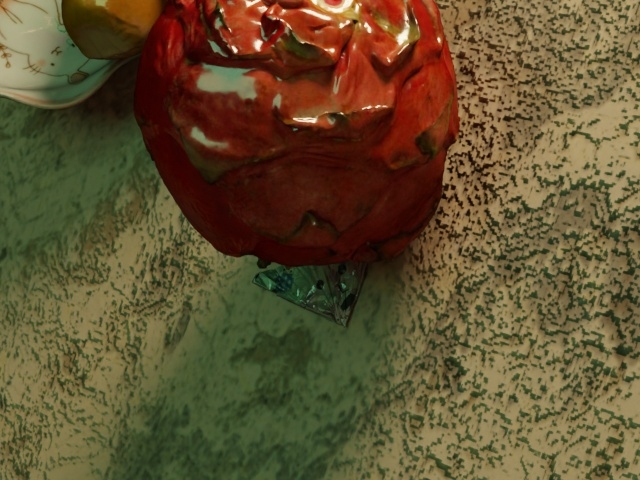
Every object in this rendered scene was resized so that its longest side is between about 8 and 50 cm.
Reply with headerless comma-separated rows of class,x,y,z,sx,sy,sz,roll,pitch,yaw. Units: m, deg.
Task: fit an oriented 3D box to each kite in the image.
kite,0.000,0.000,1.355,0.139,0.011,0.156,-33,57,23

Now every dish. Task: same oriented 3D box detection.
dish,-0.244,-0.197,1.559,0.229,0.081,0.229,0,64,0

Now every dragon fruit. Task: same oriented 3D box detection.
dragon fruit,-0.013,-0.099,1.239,0.241,0.252,0.241,-3,78,13

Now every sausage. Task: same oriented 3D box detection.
sausage,-0.141,-0.274,1.496,0.105,0.105,0.274,-4,58,39
